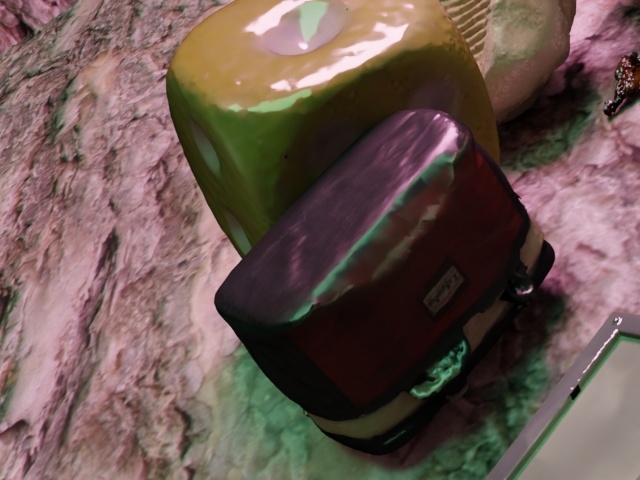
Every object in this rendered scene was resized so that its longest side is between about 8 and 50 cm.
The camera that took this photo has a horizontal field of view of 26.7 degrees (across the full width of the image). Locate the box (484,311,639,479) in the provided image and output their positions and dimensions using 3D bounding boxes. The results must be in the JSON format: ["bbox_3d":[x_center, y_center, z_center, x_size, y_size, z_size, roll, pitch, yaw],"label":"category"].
[{"bbox_3d":[0.188,0.156,0.835,0.225,0.086,0.129,-48,28,-22],"label":"box"}]

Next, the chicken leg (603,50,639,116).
[{"bbox_3d":[0.292,-0.150,1.274,0.036,0.021,0.083,-3,46,35],"label":"chicken leg"}]

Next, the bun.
[{"bbox_3d":[0.180,-0.208,1.357,0.231,0.133,0.231,-39,45,53],"label":"bun"}]

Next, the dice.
[{"bbox_3d":[0.011,-0.099,1.246,0.238,0.233,0.227,-29,37,-13],"label":"dice"}]

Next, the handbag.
[{"bbox_3d":[0.064,0.037,1.074,0.254,0.181,0.181,-49,29,-17],"label":"handbag"}]
